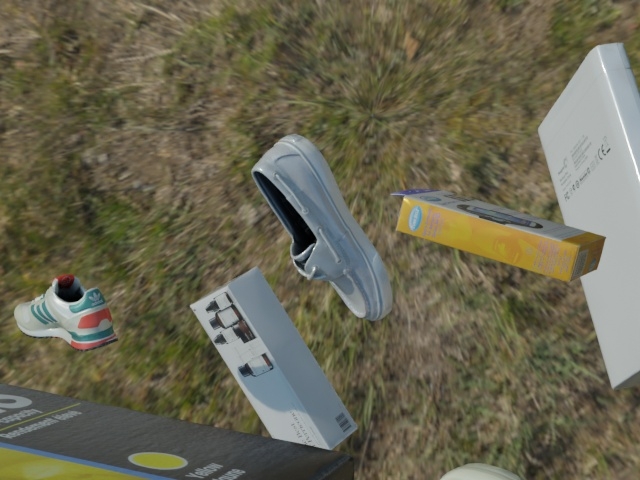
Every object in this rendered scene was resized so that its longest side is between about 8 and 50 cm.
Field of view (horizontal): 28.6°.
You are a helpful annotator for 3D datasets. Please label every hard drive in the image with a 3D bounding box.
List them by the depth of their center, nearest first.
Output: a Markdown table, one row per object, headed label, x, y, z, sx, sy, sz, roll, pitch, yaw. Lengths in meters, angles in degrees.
| label | x | y | z | sx | sy | sz | roll | pitch | yaw |
| --- | --- | --- | --- | --- | --- | --- | --- | --- | --- |
| hard drive | 0.353 | -0.022 | 1.486 | 0.047 | 0.233 | 0.353 | -8 | 71 | -11 |

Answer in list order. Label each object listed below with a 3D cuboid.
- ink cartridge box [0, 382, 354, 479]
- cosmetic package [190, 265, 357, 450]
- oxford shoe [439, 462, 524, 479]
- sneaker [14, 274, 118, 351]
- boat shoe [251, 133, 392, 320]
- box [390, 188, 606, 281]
| label | x | y | z | sx | sy | sz | roll | pitch | yaw |
| --- | --- | --- | --- | --- | --- | --- | --- | --- | --- |
| ink cartridge box | -0.174 | 0.123 | 0.537 | 0.307 | 0.303 | 0.072 | 10 | 98 | 17 |
| cosmetic package | -0.060 | 0.158 | 1.568 | 0.060 | 0.099 | 0.239 | -34 | 93 | -38 |
| oxford shoe | 0.159 | 0.398 | 0.967 | 0.130 | 0.169 | 0.449 | -12 | 90 | -40 |
| sneaker | -0.280 | 0.069 | 1.366 | 0.161 | 0.057 | 0.075 | 11 | 113 | 45 |
| boat shoe | 0.000 | 0.000 | 1.082 | 0.063 | 0.066 | 0.184 | -38 | 116 | -28 |
| box | 0.113 | -0.007 | 0.833 | 0.136 | 0.081 | 0.028 | 15 | 101 | 23 |
